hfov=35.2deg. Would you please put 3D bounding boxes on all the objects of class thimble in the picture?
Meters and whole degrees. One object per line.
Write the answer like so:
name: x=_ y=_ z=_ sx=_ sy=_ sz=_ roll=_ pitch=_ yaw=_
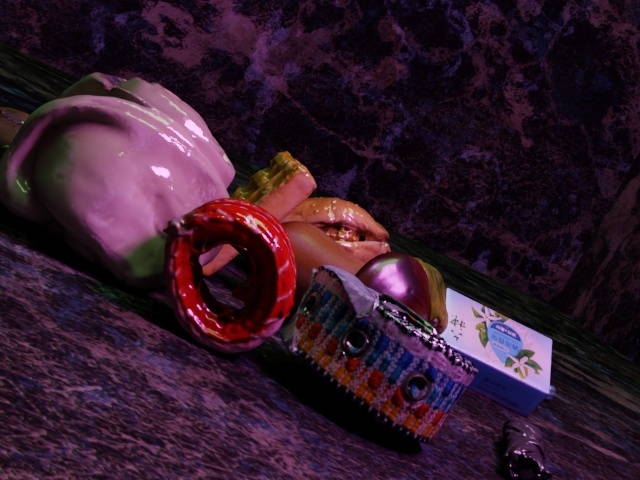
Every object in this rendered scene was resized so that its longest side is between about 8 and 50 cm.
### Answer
thimble: x=-0.112 y=0.042 z=1.288 sx=0.125 sy=0.163 sz=0.190 roll=-88 pitch=159 yaw=-80

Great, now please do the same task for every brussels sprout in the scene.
brussels sprout: x=0.148 y=0.100 z=1.716 sx=0.131 sy=0.146 sz=0.183 roll=-16 pitch=-11 yaw=29

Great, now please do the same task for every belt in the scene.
belt: x=0.068 y=0.146 z=1.315 sx=0.257 sy=0.150 sz=0.207 roll=34 pitch=0 yaw=33

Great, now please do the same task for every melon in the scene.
melon: x=-0.511 y=-0.168 z=1.657 sx=0.162 sy=0.099 sz=0.099 roll=27 pitch=6 yaw=26

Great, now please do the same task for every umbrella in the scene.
umbrella: x=0.291 y=0.297 z=1.464 sx=0.066 sy=0.059 sz=0.235 roll=45 pitch=9 yaw=1

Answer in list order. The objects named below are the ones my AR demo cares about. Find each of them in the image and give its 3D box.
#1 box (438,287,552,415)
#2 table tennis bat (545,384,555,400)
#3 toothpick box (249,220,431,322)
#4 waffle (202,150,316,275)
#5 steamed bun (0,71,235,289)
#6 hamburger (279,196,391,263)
box: x=0.304 y=0.203 z=1.843 sx=0.232 sy=0.083 sz=0.143 roll=28 pitch=41 yaw=-7
table tennis bat: x=0.419 y=0.282 z=2.146 sx=0.124 sy=0.033 sz=0.201 roll=17 pitch=10 yaw=-43
toothpick box: x=0.034 y=0.079 z=1.577 sx=0.294 sy=0.192 sz=0.192 roll=27 pitch=5 yaw=38
waffle: x=-0.123 y=-0.047 z=1.700 sx=0.055 sy=0.248 sz=0.221 roll=51 pitch=1 yaw=-15
steamed bun: x=-0.275 y=-0.103 z=1.448 sx=0.342 sy=0.255 sz=0.368 roll=29 pitch=9 yaw=-4
hamburger: x=-0.001 y=0.000 z=1.888 sx=0.259 sy=0.145 sz=0.283 roll=-5 pitch=-15 yaw=17
